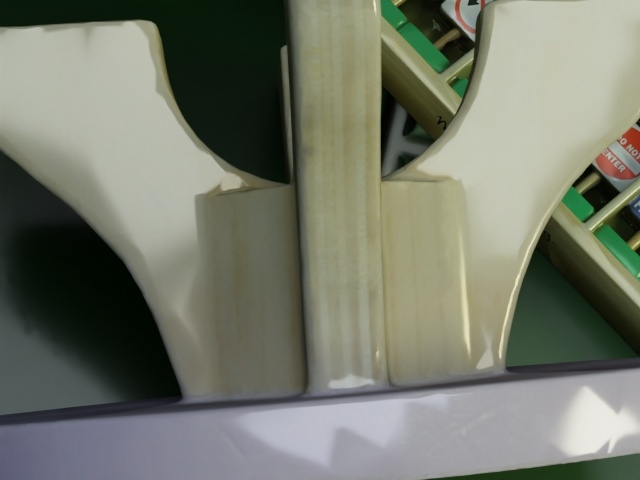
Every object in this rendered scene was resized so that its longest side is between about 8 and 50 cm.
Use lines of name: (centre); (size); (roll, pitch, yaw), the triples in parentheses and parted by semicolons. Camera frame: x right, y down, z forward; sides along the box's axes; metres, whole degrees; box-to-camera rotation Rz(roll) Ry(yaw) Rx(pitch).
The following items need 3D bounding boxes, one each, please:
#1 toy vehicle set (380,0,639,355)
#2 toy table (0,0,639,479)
toy vehicle set: (0.132, -0.074, 0.740); (0.166, 0.035, 0.267); (-40, 79, -17)
toy table: (0.000, 0.000, 0.605); (0.274, 0.252, 0.160); (-3, 87, -13)
